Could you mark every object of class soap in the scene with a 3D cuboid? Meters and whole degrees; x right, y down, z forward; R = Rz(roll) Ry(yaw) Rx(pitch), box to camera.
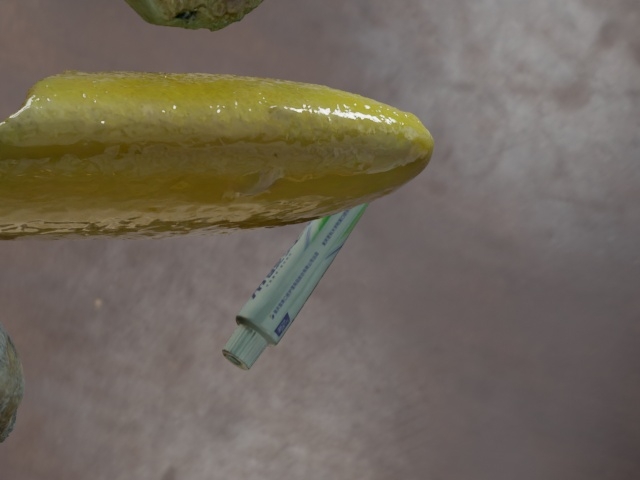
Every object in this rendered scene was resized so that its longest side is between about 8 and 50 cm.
[{"bbox_3d":[-0.121,-0.060,1.160,0.427,0.306,0.115,-1,78,-35],"label":"soap"}]

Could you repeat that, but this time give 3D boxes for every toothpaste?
[{"bbox_3d":[0.000,0.000,1.507,0.048,0.075,0.297,40,70,-13],"label":"toothpaste"}]

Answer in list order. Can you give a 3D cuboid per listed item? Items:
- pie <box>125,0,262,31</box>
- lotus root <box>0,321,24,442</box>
[{"bbox_3d":[-0.078,-0.231,1.051,0.187,0.041,0.187,-21,123,-36],"label":"pie"},{"bbox_3d":[-0.429,0.115,1.622,0.175,0.349,0.175,-7,67,16],"label":"lotus root"}]
